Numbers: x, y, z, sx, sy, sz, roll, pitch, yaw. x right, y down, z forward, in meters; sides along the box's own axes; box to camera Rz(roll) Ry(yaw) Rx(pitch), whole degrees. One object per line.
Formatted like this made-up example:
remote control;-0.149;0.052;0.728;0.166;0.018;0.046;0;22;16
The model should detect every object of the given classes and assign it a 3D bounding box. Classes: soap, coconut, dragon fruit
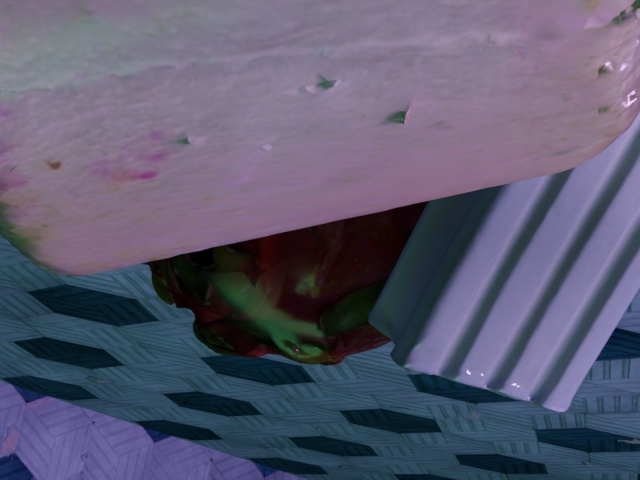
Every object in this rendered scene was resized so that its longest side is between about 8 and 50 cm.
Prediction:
soap;0.167;-0.016;0.901;0.160;0.265;0.087;18;-160;-25
coconut;-0.058;-0.140;0.435;0.310;0.297;0.297;-7;161;-5
dragon fruit;0.000;-0.012;1.039;0.303;0.237;0.231;-3;-178;-7
